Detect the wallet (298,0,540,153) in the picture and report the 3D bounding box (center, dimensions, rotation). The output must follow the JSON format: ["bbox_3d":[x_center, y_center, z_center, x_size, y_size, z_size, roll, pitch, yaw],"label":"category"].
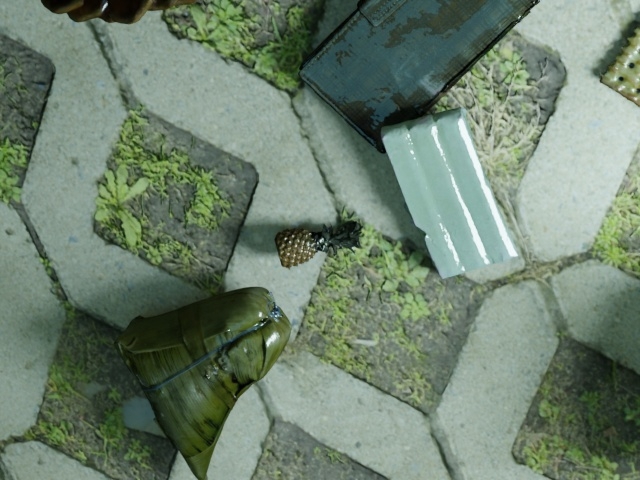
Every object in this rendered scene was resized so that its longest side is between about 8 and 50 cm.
[{"bbox_3d":[0.132,-0.274,1.689,0.169,0.044,0.317,42,112,-9],"label":"wallet"}]

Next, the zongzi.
[{"bbox_3d":[-0.129,0.210,1.860,0.251,0.125,0.274,-17,107,23],"label":"zongzi"}]

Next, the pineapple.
[{"bbox_3d":[0.000,0.000,1.810,0.124,0.058,0.058,-14,106,1],"label":"pineapple"}]

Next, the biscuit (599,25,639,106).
[{"bbox_3d":[0.472,-0.261,1.643,0.139,0.016,0.231,33,111,-2],"label":"biscuit"}]

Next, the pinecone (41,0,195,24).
[{"bbox_3d":[-0.277,-0.421,1.551,0.384,0.384,0.384,3,109,10],"label":"pinecone"}]

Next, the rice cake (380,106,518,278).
[{"bbox_3d":[0.169,-0.061,1.739,0.127,0.043,0.237,-17,113,12],"label":"rice cake"}]
